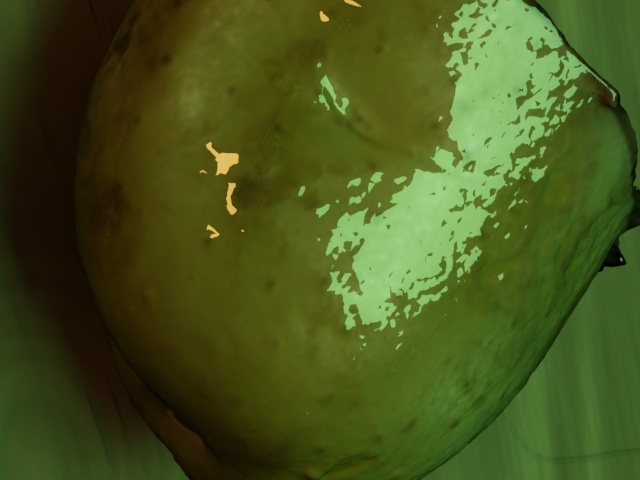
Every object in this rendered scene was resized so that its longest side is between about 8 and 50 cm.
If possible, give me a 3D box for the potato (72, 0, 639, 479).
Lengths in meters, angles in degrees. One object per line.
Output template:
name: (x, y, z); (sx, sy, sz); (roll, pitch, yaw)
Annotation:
potato: (0.000, 0.000, 0.769); (0.242, 0.242, 0.285); (-60, 157, -22)
